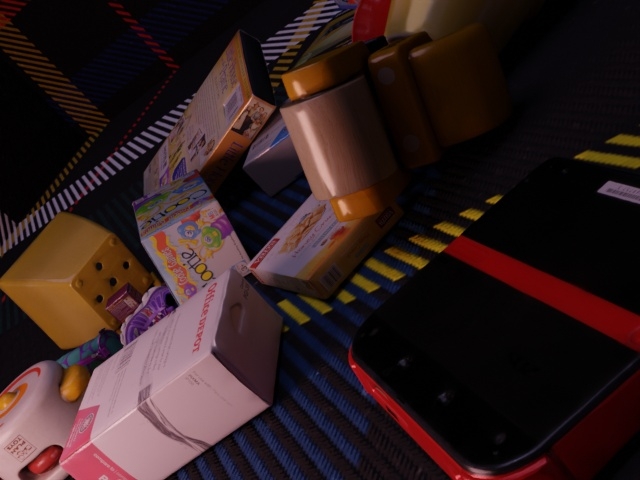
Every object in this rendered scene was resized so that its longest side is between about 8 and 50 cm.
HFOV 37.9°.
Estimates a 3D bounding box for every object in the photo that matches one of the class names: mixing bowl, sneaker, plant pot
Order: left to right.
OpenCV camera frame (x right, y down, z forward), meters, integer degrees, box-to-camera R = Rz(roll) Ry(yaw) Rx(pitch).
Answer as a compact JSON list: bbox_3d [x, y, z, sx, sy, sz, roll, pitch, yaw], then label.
[{"bbox_3d":[-0.471,0.081,1.879,0.187,0.212,0.212,-2,44,44],"label":"plant pot"},{"bbox_3d":[-0.290,0.139,1.617,0.071,0.068,0.170,-11,40,31],"label":"sneaker"},{"bbox_3d":[0.146,-0.379,1.709,0.098,0.181,0.181,-4,-2,-33],"label":"mixing bowl"},{"bbox_3d":[0.214,-0.374,1.456,0.254,0.254,0.239,2,65,62],"label":"plant pot"}]

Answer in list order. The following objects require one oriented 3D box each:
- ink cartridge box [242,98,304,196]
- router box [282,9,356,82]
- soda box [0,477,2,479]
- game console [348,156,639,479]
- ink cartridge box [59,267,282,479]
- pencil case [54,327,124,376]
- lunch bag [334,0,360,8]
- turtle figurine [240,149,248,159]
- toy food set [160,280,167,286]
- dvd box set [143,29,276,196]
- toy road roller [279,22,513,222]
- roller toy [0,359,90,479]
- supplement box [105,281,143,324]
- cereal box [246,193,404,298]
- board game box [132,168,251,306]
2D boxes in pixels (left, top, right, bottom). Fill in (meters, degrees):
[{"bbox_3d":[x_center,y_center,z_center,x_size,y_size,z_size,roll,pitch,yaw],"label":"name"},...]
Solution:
[{"bbox_3d":[-0.055,-0.198,1.796,0.148,0.086,0.203,-34,22,26],"label":"ink cartridge box"},{"bbox_3d":[0.084,-0.430,1.995,0.309,0.081,0.243,-12,37,54],"label":"router box"},{"bbox_3d":[-0.661,0.488,1.579,0.083,0.092,0.263,-21,30,44],"label":"soda box"},{"bbox_3d":[0.207,0.065,0.877,0.342,0.060,0.386,-40,21,-6],"label":"game console"},{"bbox_3d":[-0.193,0.196,1.250,0.283,0.117,0.207,-36,22,20],"label":"ink cartridge box"},{"bbox_3d":[-0.426,0.218,1.707,0.151,0.064,0.070,-32,-1,30],"label":"pencil case"},{"bbox_3d":[0.137,-0.510,1.733,0.293,0.221,0.138,21,87,28],"label":"lunch bag"},{"bbox_3d":[-0.207,-0.229,2.107,0.175,0.118,0.234,-50,27,-17],"label":"turtle figurine"},{"bbox_3d":[-0.276,0.085,1.754,0.078,0.019,0.122,-52,18,-22],"label":"toy food set"},{"bbox_3d":[-0.246,-0.206,1.962,0.420,0.062,0.307,-52,30,24],"label":"dvd box set"},{"bbox_3d":[0.115,-0.183,1.247,0.240,0.202,0.329,-16,14,26],"label":"toy road roller"},{"bbox_3d":[-0.455,0.295,1.496,0.209,0.146,0.191,-19,32,47],"label":"roller toy"},{"bbox_3d":[-0.343,0.127,1.703,0.055,0.083,0.043,-39,22,10],"label":"supplement box"},{"bbox_3d":[0.000,0.000,1.369,0.173,0.047,0.240,-48,21,-16],"label":"cereal box"},{"bbox_3d":[-0.229,-0.010,1.638,0.142,0.144,0.275,-29,20,-5],"label":"board game box"}]
